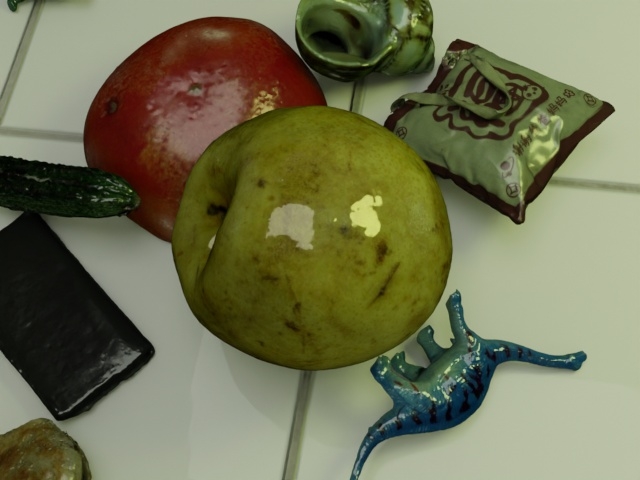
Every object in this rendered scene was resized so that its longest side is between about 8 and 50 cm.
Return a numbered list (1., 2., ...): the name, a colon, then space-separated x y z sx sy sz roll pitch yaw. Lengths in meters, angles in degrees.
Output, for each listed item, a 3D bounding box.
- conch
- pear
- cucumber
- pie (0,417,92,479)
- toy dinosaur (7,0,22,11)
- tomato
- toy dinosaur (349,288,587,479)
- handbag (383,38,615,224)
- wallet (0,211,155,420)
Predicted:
1. conch: 0.063 -0.267 1.280 0.182 0.124 0.187 14 57 7
2. pear: 0.000 0.000 1.073 0.304 0.304 0.303 -3 64 6
3. cucumber: -0.340 -0.067 1.227 0.265 0.077 0.077 7 64 34
4. pie: -0.334 0.294 1.090 0.163 0.079 0.193 4 65 18
5. toy dinosaur: -0.472 -0.413 1.446 0.292 0.079 0.120 16 62 11
6. tomato: -0.152 -0.164 1.252 0.339 0.143 0.338 -3 67 7
7. toy dinosaur: 0.134 0.153 1.102 0.329 0.076 0.144 -25 71 -17
8. handbag: 0.210 -0.139 1.206 0.235 0.127 0.213 30 70 32
9. wallet: -0.343 0.088 1.215 0.146 0.030 0.285 -39 64 -17
